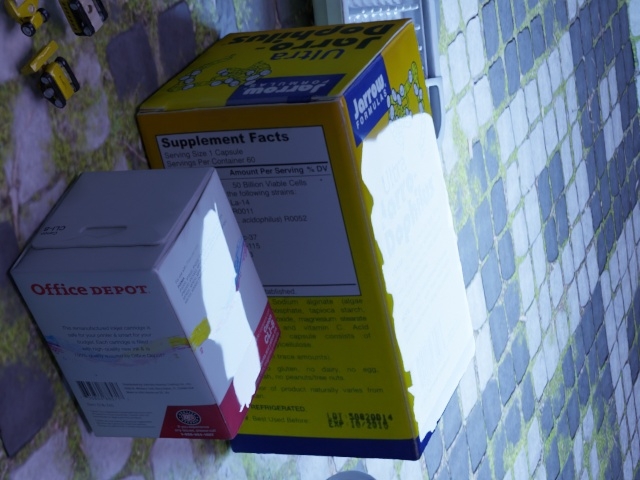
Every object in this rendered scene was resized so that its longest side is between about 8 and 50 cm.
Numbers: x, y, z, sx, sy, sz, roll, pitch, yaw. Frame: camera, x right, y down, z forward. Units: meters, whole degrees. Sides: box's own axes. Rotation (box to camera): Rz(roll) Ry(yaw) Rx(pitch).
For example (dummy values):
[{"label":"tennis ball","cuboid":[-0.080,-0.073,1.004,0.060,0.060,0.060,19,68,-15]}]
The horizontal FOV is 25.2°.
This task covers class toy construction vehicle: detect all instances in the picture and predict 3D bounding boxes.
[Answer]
[{"label":"toy construction vehicle","cuboid":[-0.204,-0.162,1.072,0.086,0.035,0.098,-59,139,-33]}]

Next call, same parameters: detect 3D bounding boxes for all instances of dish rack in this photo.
[{"label":"dish rack","cuboid":[0.054,-0.246,1.598,0.285,0.072,0.333,-23,110,-63]}]

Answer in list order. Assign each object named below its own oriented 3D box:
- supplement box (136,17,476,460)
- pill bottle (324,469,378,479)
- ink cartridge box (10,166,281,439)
[{"label":"supplement box","cuboid":[0.000,0.000,1.313,0.195,0.194,0.357,-52,136,-54]},{"label":"pill bottle","cuboid":[0.060,0.332,1.528,0.208,0.117,0.118,59,37,-48]},{"label":"ink cartridge box","cuboid":[-0.129,0.048,1.104,0.127,0.128,0.176,-65,145,-45]}]
